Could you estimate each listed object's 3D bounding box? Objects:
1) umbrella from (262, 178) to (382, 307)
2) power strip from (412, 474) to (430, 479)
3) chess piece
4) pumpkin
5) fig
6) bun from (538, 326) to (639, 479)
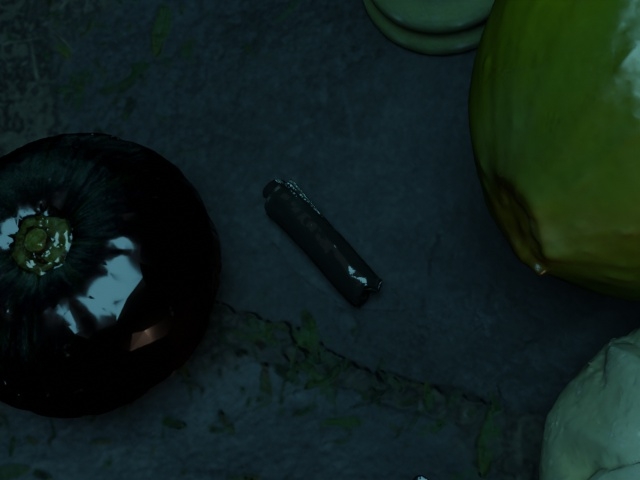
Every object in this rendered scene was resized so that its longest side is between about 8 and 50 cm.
[{"bbox_3d":[-0.001,0.001,1.175,0.036,0.031,0.133,-39,72,-8],"label":"umbrella"},{"bbox_3d":[0.110,0.227,1.094,0.111,0.029,0.038,34,80,14],"label":"power strip"},{"bbox_3d":[0.095,-0.264,1.128,0.144,0.251,0.144,-2,72,6],"label":"chess piece"},{"bbox_3d":[-0.194,0.028,1.120,0.233,0.163,0.233,-2,71,7],"label":"pumpkin"},{"bbox_3d":[0.258,-0.112,1.023,0.343,0.343,0.343,-2,73,6],"label":"fig"},{"bbox_3d":[0.324,0.208,0.980,0.365,0.219,0.365,-2,75,9],"label":"bun"}]
